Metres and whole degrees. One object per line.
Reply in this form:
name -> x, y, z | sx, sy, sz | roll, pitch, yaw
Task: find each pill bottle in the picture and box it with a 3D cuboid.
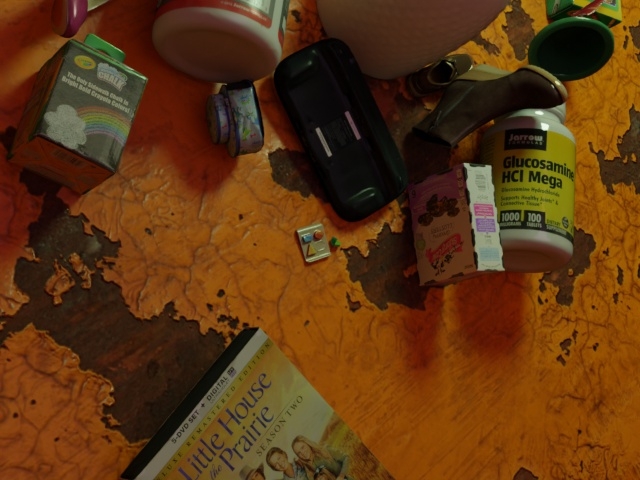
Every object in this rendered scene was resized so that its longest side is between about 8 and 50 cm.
pill bottle -> 0.399, -0.119, 2.013 | 0.187, 0.188, 0.334 | 18, 68, -31
pill bottle -> -0.144, -0.459, 1.697 | 0.210, 0.210, 0.363 | 20, 67, -30

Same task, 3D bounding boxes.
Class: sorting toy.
sorting toy -> 0.000, 0.000, 1.806 | 0.083, 0.012, 0.062 | -17, 88, -37

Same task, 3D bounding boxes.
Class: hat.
hat -> 0.540, -0.467, 2.248 | 0.208, 0.173, 0.184 | 4, 50, -6

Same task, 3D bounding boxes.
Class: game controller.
game controller -> 0.039, -0.196, 1.849 | 0.166, 0.067, 0.319 | -30, 101, -19

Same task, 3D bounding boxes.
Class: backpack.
backpack -> -0.142, -0.194, 1.700 | 0.084, 0.105, 0.114 | -14, 88, -15

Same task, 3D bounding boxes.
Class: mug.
mug -> 0.220, -0.503, 1.894 | 0.276, 0.328, 0.374 | 50, 55, -15

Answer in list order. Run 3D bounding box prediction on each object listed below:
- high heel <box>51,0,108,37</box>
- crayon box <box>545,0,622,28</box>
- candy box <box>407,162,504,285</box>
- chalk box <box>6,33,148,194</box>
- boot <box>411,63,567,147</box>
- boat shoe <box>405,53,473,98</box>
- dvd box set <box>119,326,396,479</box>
high heel -> -0.339, -0.362, 1.562 | 0.117, 0.082, 0.244 | 16, 30, -23
crayon box -> 0.587, -0.624, 2.344 | 0.165, 0.081, 0.279 | 8, 74, -34
candy box -> 0.244, -0.025, 1.892 | 0.070, 0.164, 0.196 | 1, 77, -35
chalk box -> -0.352, -0.200, 1.531 | 0.132, 0.132, 0.213 | 27, 63, -27
boot -> 0.313, -0.237, 1.932 | 0.207, 0.248, 0.090 | -46, 127, -17
boat shoe -> 0.246, -0.327, 2.036 | 0.178, 0.060, 0.064 | -28, 95, -37
dvd box set -> -0.065, 0.386, 1.602 | 0.420, 0.062, 0.308 | 51, 60, -19
